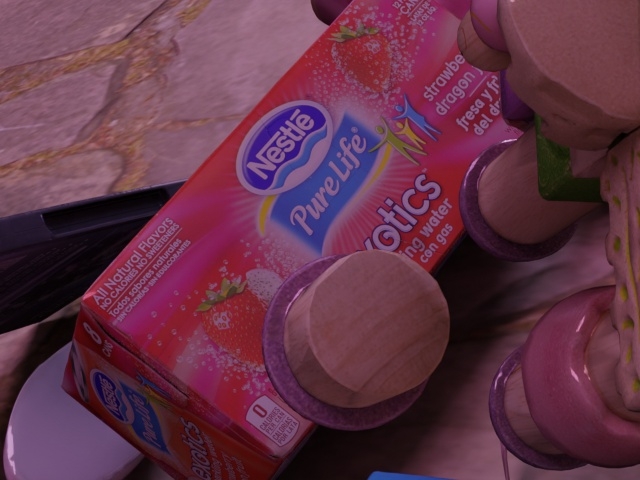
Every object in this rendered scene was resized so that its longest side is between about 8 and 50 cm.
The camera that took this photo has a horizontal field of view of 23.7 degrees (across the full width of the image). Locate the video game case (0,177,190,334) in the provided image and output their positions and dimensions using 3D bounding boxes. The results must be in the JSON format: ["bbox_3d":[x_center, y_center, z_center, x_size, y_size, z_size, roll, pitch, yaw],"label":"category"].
[{"bbox_3d":[-0.196,0.027,0.945,0.196,0.026,0.274,-31,-5,27],"label":"video game case"}]

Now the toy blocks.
[{"bbox_3d":[0.083,-0.052,0.582,0.308,0.289,0.260,0,-11,-10],"label":"toy blocks"}]

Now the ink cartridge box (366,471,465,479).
[{"bbox_3d":[0.037,0.186,0.525,0.148,0.086,0.203,-2,42,48],"label":"ink cartridge box"}]

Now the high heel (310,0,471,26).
[{"bbox_3d":[0.183,-0.216,1.021,0.377,0.127,0.181,-40,45,-6],"label":"high heel"}]

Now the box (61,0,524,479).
[{"bbox_3d":[-0.005,0.001,0.785,0.257,0.122,0.128,-50,-5,-27],"label":"box"}]

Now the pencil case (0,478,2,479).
[{"bbox_3d":[-0.330,0.102,0.767,0.160,0.386,0.167,-53,30,-11],"label":"pencil case"}]

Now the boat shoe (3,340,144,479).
[{"bbox_3d":[-0.121,0.081,0.899,0.228,0.080,0.076,-68,1,-47],"label":"boat shoe"}]
